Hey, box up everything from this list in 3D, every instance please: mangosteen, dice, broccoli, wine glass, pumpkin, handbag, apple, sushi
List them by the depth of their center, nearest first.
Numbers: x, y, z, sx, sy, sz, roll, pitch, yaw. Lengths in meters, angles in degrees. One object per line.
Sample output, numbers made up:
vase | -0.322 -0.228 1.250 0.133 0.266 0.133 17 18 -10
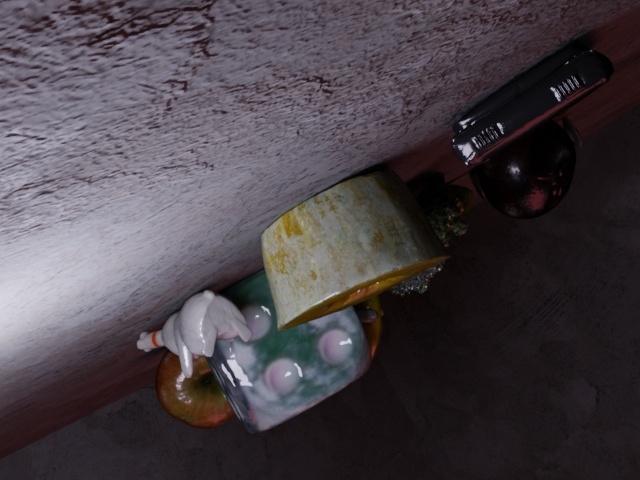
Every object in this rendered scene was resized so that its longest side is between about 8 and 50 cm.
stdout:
handbag | 0.349 -0.223 1.349 0.275 0.088 0.244 -36 174 22
pumpkin | 0.043 0.010 1.434 0.333 0.199 0.332 -23 168 -5
mangosteen | 0.412 -0.161 1.676 0.216 0.216 0.216 -29 174 -3
sushi | 0.155 -0.067 1.887 0.290 0.050 0.264 -32 -166 15
dice | -0.103 0.251 1.966 0.348 0.327 0.330 -27 173 -20
wine glass | 0.558 -0.228 2.188 0.310 0.096 0.264 -29 176 4
broccoli | 0.243 -0.014 2.195 0.353 0.274 0.397 -13 -161 16
apple | -0.331 0.393 2.363 0.310 0.277 0.250 -17 -177 -24

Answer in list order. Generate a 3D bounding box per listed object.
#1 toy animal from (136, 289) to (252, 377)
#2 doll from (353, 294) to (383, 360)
toy animal | -0.263 0.198 1.702 0.141 0.138 0.282 -30 177 -40
doll | 0.104 0.210 2.093 0.111 0.237 0.252 -5 163 -10
